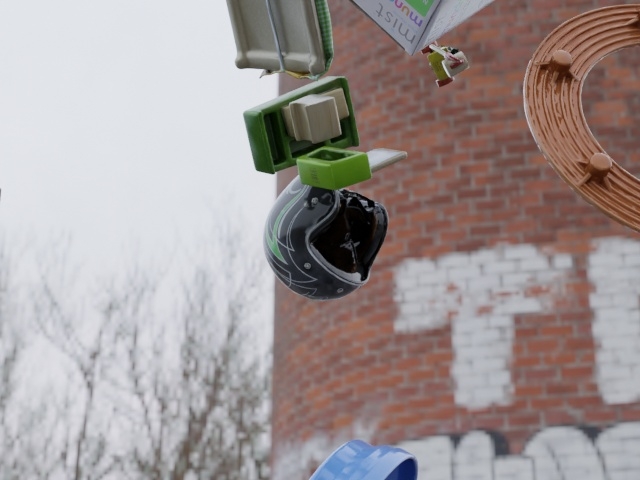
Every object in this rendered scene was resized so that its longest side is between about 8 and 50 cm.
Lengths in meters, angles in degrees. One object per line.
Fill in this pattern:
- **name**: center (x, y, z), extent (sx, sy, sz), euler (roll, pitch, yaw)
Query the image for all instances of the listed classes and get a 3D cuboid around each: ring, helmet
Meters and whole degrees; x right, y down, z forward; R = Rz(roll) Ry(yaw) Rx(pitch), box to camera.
- **ring**: center (0.370, -0.127, 1.348), extent (0.336, 0.336, 0.032), euler (4, -37, -8)
- **helmet**: center (0.000, 0.000, 1.859), extent (0.169, 0.161, 0.169), euler (23, 1, -1)

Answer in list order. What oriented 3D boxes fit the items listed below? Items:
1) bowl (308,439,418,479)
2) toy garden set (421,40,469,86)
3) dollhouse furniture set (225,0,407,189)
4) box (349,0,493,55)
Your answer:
- **bowl**: center (-0.007, 0.413, 1.564), extent (0.077, 0.391, 0.391), euler (24, -21, 17)
- **toy garden set**: center (0.163, -0.319, 1.927), extent (0.049, 0.204, 0.244), euler (-28, 10, -2)
- **dollhouse furniture set**: center (-0.001, -0.235, 1.697), extent (0.151, 0.301, 0.197), euler (-23, 21, -30)
- **box**: center (0.095, -0.365, 1.461), extent (0.231, 0.262, 0.127), euler (-36, -15, -35)
